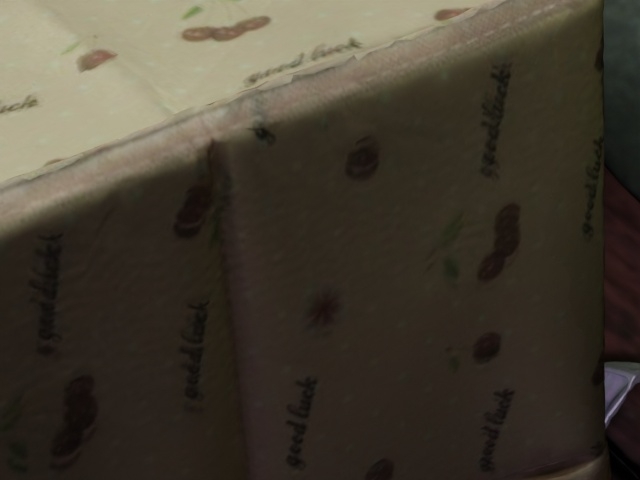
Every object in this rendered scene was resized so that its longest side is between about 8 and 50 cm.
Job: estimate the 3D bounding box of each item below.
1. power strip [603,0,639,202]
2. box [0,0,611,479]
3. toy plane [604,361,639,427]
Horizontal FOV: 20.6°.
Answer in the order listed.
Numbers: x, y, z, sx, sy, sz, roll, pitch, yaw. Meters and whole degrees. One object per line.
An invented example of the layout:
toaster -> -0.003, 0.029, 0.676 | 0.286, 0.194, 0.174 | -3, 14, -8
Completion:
power strip -> 0.063, -0.129, 0.511 | 0.256, 0.070, 0.105 | 46, 134, -11
box -> -0.090, -0.012, 0.515 | 0.297, 0.225, 0.190 | 38, 144, 48
toy plane -> 0.067, 0.162, 0.710 | 0.255, 0.101, 0.251 | 15, 107, 41
